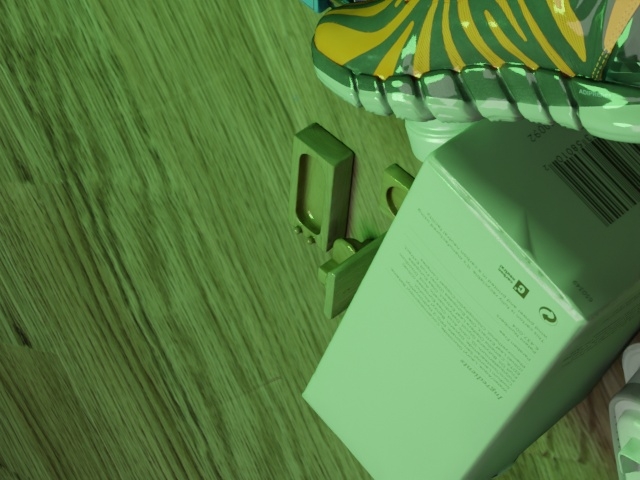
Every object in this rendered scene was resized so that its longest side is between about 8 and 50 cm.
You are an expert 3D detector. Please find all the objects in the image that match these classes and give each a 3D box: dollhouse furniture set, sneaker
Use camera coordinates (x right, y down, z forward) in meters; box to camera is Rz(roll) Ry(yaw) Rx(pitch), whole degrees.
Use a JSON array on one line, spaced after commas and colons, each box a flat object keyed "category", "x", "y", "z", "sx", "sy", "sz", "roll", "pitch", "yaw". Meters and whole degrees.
[{"category": "dollhouse furniture set", "x": 0.000, "y": 0.000, "z": 1.556, "sx": 0.151, "sy": 0.123, "sz": 0.144, "roll": 40, "pitch": 148, "yaw": 25}, {"category": "sneaker", "x": 0.114, "y": -0.167, "z": 1.101, "sx": 0.321, "sy": 0.124, "sz": 0.180, "roll": 8, "pitch": 118, "yaw": 42}]

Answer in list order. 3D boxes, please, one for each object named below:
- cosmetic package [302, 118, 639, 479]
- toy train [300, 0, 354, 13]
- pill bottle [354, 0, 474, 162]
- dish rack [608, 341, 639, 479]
[{"category": "cosmetic package", "x": 0.138, "y": 0.041, "z": 1.321, "sx": 0.155, "sy": 0.197, "sz": 0.365, "roll": 48, "pitch": 149, "yaw": 12}, {"category": "toy train", "x": -0.009, "y": -0.227, "z": 1.386, "sx": 0.184, "sy": 0.080, "sz": 0.105, "roll": 39, "pitch": 157, "yaw": 23}, {"category": "pill bottle", "x": 0.082, "y": -0.153, "z": 1.288, "sx": 0.108, "sy": 0.108, "sz": 0.193, "roll": 21, "pitch": 136, "yaw": 46}, {"category": "dish rack", "x": 0.337, "y": 0.238, "z": 1.319, "sx": 0.333, "sy": 0.072, "sz": 0.286, "roll": 30, "pitch": 151, "yaw": 36}]
